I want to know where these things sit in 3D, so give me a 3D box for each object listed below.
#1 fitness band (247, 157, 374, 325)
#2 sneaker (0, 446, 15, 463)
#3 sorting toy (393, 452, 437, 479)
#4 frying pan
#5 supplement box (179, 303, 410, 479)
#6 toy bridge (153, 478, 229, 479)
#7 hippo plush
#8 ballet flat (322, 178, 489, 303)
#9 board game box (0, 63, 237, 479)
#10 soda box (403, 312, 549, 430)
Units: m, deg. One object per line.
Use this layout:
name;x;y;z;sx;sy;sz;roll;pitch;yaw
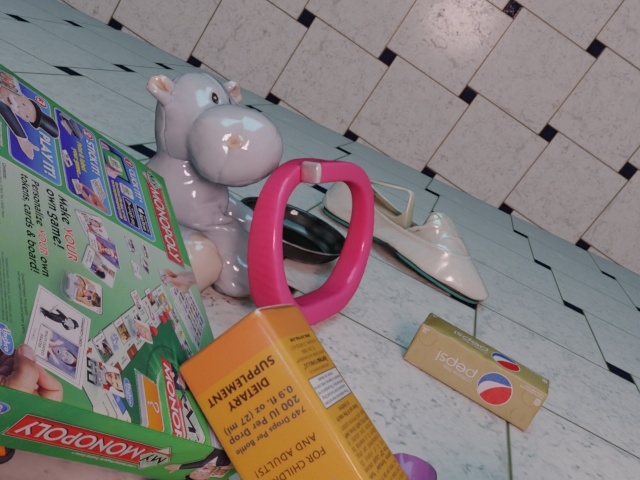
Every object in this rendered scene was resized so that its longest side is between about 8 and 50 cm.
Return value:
fitness band;0.000;0.000;0.831;0.054;0.209;0.291;8;8;25
sneaker;-0.234;0.091;0.430;0.180;0.124;0.321;52;16;19
sorting toy;0.192;0.284;0.502;0.365;0.127;0.126;20;47;-7
frying pan;-0.100;-0.028;1.038;0.326;0.053;0.197;11;22;-33
supplement box;0.005;0.159;0.432;0.233;0.078;0.080;55;12;11
toy bridge;-0.093;0.187;0.459;0.063;0.026;0.188;17;19;-28
hippo plush;-0.145;-0.090;0.839;0.294;0.236;0.234;34;20;26
ballet flat;0.177;-0.027;1.286;0.400;0.139;0.139;34;19;24
board game box;-0.172;0.013;0.476;0.213;0.046;0.317;41;17;-48
soda box;0.207;0.171;0.860;0.181;0.061;0.058;30;18;14
